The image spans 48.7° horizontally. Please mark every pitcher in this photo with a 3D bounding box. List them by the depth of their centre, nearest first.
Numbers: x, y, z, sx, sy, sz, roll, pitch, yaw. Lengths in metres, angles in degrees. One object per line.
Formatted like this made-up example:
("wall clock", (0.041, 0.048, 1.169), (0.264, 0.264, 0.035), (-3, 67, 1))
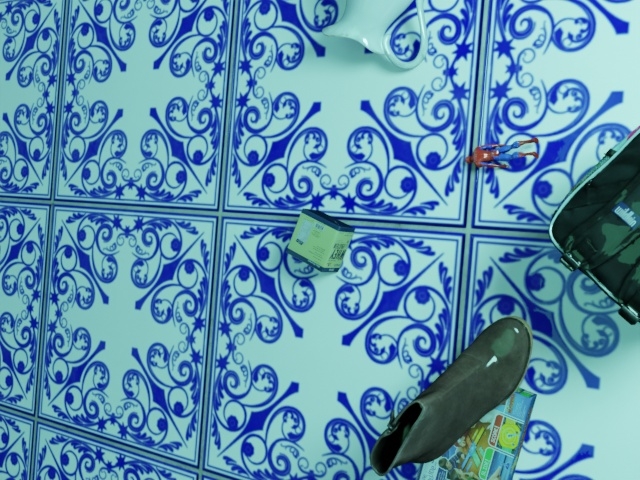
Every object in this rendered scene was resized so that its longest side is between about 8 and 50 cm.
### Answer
("pitcher", (0.118, -0.395, 1.129), (0.177, 0.125, 0.207), (29, 115, 8))

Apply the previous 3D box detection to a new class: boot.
("boot", (0.184, 0.211, 0.960), (0.090, 0.206, 0.249), (40, 107, 26))

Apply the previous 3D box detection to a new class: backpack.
("backpack", (0.443, -0.036, 0.862), (0.225, 0.191, 0.254), (47, 118, 21))

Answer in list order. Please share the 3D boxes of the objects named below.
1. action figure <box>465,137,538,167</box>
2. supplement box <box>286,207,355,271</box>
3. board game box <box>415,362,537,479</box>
("action figure", (0.271, -0.129, 1.066), (0.115, 0.030, 0.038), (-5, 80, 36))
("supplement box", (0.000, 0.000, 1.211), (0.083, 0.056, 0.083), (28, 102, 29))
("board game box", (0.232, 0.304, 1.070), (0.136, 0.035, 0.201), (19, 98, 30))
